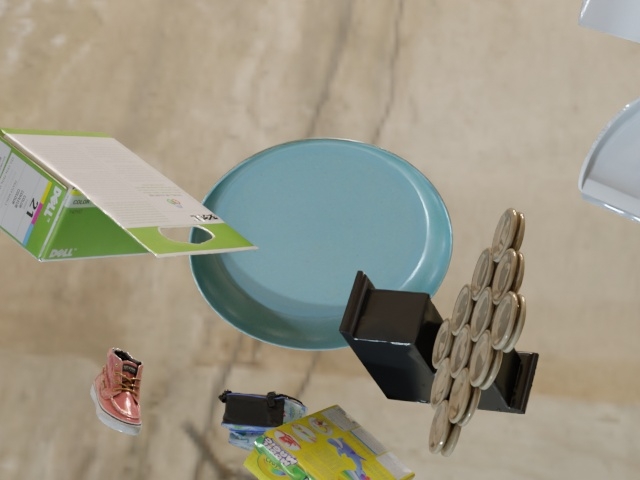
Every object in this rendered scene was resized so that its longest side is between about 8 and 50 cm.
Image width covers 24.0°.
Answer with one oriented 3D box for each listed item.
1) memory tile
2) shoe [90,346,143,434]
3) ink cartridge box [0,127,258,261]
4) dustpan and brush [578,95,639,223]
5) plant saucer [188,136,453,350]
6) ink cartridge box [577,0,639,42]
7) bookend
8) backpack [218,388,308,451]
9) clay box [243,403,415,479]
[{"bbox_3d":[0.101,0.061,0.973,0.113,0.012,0.148,-83,13,-46],"label":"memory tile"},{"bbox_3d":[-0.296,0.222,2.248,0.081,0.064,0.178,-68,25,8],"label":"shoe"},{"bbox_3d":[-0.227,-0.019,1.641,0.189,0.255,0.097,-4,-54,-58],"label":"ink cartridge box"},{"bbox_3d":[0.329,-0.109,1.342,0.211,0.147,0.060,-68,-17,9],"label":"dustpan and brush"},{"bbox_3d":[0.000,0.000,1.820,0.043,0.318,0.317,-95,-8,-53],"label":"plant saucer"},{"bbox_3d":[0.427,-0.360,1.722,0.270,0.198,0.197,-65,-9,-53],"label":"ink cartridge box"},{"bbox_3d":[0.123,0.105,1.536,0.157,0.156,0.072,55,-134,-50],"label":"bookend"},{"bbox_3d":[-0.076,0.260,2.136,0.114,0.105,0.084,25,-112,-59],"label":"backpack"},{"bbox_3d":[0.007,0.254,1.653,0.053,0.127,0.222,-56,-18,18],"label":"clay box"}]
